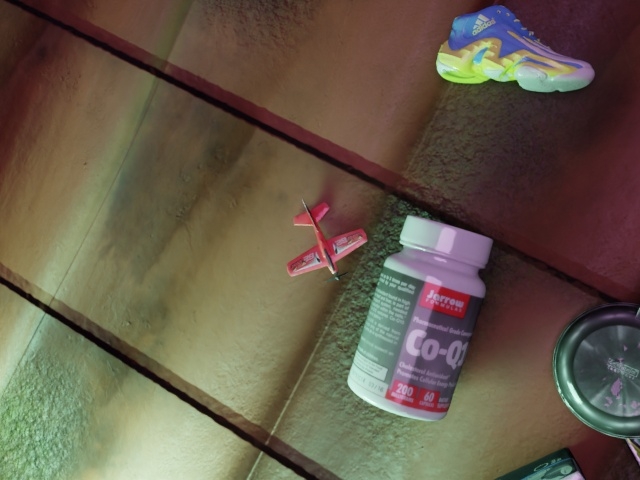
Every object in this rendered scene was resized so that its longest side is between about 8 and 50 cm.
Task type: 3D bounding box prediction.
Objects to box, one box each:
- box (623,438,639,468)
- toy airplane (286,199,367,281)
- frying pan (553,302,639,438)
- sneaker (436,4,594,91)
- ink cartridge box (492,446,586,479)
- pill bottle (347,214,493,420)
[{"bbox_3d":[0.512,0.288,0.957,0.114,0.036,0.206,-29,81,11],"label":"box"},{"bbox_3d":[0.000,0.000,1.101,0.151,0.028,0.151,-1,87,13],"label":"toy airplane"},{"bbox_3d":[0.481,0.142,0.921,0.326,0.053,0.197,-49,62,16],"label":"frying pan"},{"bbox_3d":[0.306,-0.306,1.005,0.240,0.091,0.126,10,90,15],"label":"sneaker"},{"bbox_3d":[0.236,0.416,0.955,0.333,0.165,0.065,-30,78,10],"label":"ink cartridge box"},{"bbox_3d":[0.157,0.113,0.989,0.161,0.161,0.283,18,93,14],"label":"pill bottle"}]
